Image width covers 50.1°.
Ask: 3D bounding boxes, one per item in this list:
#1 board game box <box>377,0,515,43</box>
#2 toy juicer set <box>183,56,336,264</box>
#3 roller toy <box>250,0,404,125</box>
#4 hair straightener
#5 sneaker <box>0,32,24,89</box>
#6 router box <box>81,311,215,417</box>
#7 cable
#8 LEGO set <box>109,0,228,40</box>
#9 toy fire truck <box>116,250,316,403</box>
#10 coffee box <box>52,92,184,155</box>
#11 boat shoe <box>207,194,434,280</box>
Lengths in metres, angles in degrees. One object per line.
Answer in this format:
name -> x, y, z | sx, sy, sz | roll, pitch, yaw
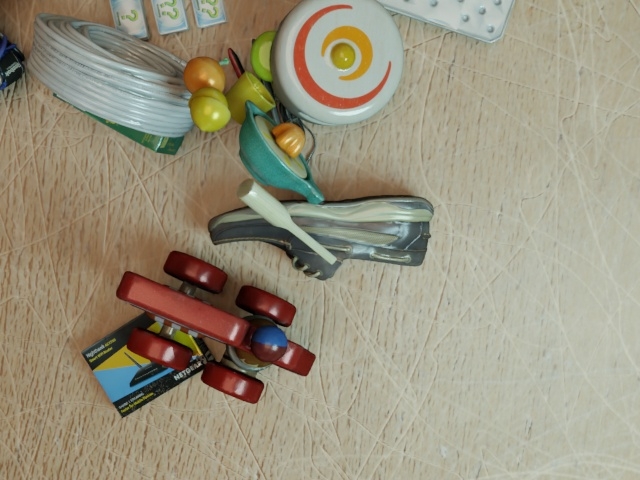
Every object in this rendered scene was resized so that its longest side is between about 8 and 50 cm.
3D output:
board game box -> 0.151, -0.544, 1.047 | 0.389, 0.050, 0.390 | 19, 96, 2
toy juicer set -> -0.077, -0.135, 0.927 | 0.089, 0.209, 0.329 | -36, 64, 15
roller toy -> 0.023, -0.269, 1.016 | 0.209, 0.146, 0.191 | -39, 104, -3
hair straightener -> -0.065, -0.214, 1.093 | 0.089, 0.047, 0.230 | -22, 93, 6
sneaker -> -0.548, -0.330, 1.055 | 0.182, 0.127, 0.315 | 20, 132, -11
router box -> -0.288, 0.194, 1.146 | 0.179, 0.046, 0.133 | -32, 91, 6
cable -> -0.294, -0.243, 1.005 | 0.257, 0.257, 0.089 | 27, 108, -4
LEGO set -> -0.261, -0.454, 1.084 | 0.182, 0.060, 0.244 | -11, 94, 1
toy fire truck -> -0.147, 0.130, 1.001 | 0.302, 0.254, 0.169 | 26, 80, -9
coffee box -> -0.315, -0.195, 1.081 | 0.184, 0.113, 0.040 | 28, 95, 0
boat shoe -> 0.000, 0.000, 1.067 | 0.355, 0.132, 0.130 | -2, 95, 6
